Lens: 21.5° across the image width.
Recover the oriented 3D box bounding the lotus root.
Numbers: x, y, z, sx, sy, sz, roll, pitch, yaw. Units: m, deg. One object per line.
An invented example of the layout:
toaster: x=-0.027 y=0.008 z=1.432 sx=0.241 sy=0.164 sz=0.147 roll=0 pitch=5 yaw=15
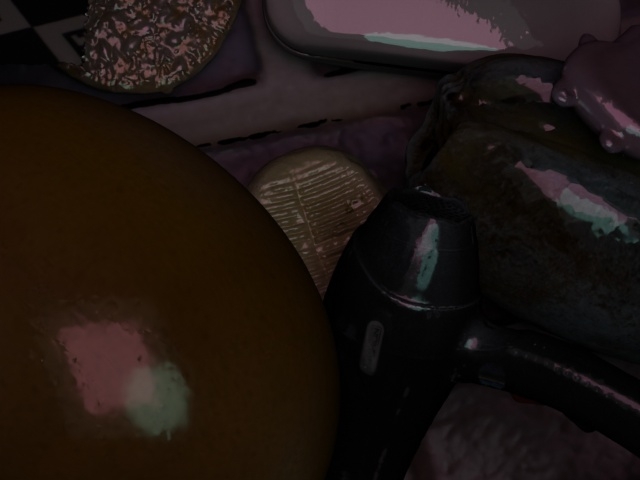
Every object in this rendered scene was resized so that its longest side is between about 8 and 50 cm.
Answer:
lotus root: x=0.202 y=0.003 z=1.043 sx=0.322 sy=0.140 sz=0.158 roll=27 pitch=53 yaw=-5

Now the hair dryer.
hair dryer: x=0.118 y=0.112 z=0.961 sx=0.271 sy=0.091 sz=0.236 roll=20 pitch=113 yaw=18

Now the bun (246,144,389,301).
bun: x=0.000 y=0.000 z=1.048 sx=0.115 sy=0.069 sz=0.115 roll=2 pitch=78 yaw=-7

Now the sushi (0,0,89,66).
sushi: x=-0.263 y=-0.175 z=1.013 sx=0.264 sy=0.050 sz=0.290 roll=0 pitch=43 yaw=-9

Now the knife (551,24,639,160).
knife: x=0.285 y=-0.160 z=1.065 sx=0.132 sy=0.038 sz=0.398 roll=44 pitch=55 yaw=10

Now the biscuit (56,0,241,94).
biscuit: x=-0.123 y=-0.166 z=1.087 sx=0.152 sy=0.020 sz=0.152 roll=2 pitch=78 yaw=-7

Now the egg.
egg: x=-0.133 y=0.055 z=0.929 sx=0.250 sy=0.250 sz=0.322 roll=-39 pitch=71 yaw=-12

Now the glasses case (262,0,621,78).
glasses case: x=0.079 y=-0.151 z=1.091 sx=0.233 sy=0.059 sz=0.092 roll=4 pitch=77 yaw=-6
